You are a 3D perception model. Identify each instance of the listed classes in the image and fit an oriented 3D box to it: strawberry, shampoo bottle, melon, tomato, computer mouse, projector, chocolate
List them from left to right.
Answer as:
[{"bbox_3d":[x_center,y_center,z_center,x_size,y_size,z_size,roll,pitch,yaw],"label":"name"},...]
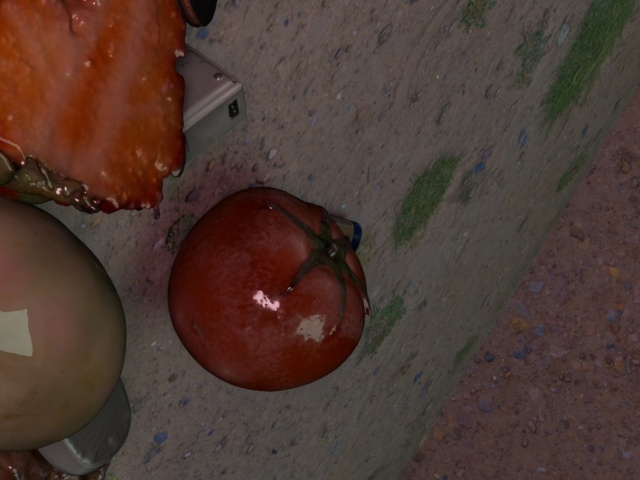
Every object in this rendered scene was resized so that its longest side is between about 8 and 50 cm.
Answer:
[{"bbox_3d":[-0.304,0.080,0.968,0.223,0.223,0.317,-48,156,-13],"label":"melon"},{"bbox_3d":[-0.368,0.302,1.298,0.214,0.093,0.148,6,116,-62],"label":"chocolate"},{"bbox_3d":[-0.245,-0.162,0.868,0.253,0.150,0.280,3,88,-51],"label":"strawberry"},{"bbox_3d":[-0.304,0.179,1.236,0.128,0.079,0.230,-47,130,-50],"label":"computer mouse"},{"bbox_3d":[-0.163,-0.145,1.015,0.115,0.147,0.061,-42,152,-23],"label":"projector"},{"bbox_3d":[-0.072,0.068,1.326,0.265,0.265,0.265,-40,152,-27],"label":"tomato"},{"bbox_3d":[0.000,0.000,1.600,0.087,0.050,0.183,-56,155,12],"label":"shampoo bottle"}]

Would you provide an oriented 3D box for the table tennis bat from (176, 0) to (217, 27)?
[{"bbox_3d":[-0.116,-0.296,0.895,0.130,0.019,0.220,-72,159,-62],"label":"table tennis bat"}]
